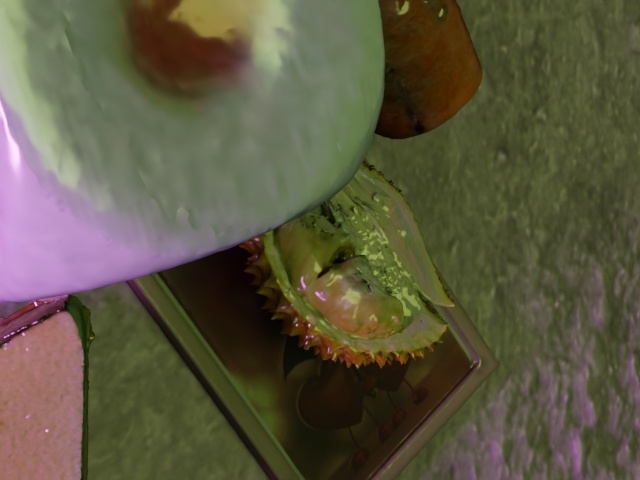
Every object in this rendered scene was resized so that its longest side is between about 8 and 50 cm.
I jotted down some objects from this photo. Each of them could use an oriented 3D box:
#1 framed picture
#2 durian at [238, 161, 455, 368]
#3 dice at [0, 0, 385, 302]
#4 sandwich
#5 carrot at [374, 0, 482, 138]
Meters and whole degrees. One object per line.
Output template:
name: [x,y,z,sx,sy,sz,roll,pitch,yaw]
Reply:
framed picture: [-0.003,0.055,1.358,0.211,0.020,0.289,-44,114,-25]
durian: [0.000,0.000,1.297,0.146,0.102,0.208,-4,71,-36]
dice: [-0.140,-0.125,1.114,0.265,0.262,0.268,-24,103,-30]
sandwich: [-0.201,0.165,1.136,0.245,0.063,0.212,-29,114,11]
carrot: [0.007,-0.218,1.292,0.138,0.139,0.302,-51,124,-21]
